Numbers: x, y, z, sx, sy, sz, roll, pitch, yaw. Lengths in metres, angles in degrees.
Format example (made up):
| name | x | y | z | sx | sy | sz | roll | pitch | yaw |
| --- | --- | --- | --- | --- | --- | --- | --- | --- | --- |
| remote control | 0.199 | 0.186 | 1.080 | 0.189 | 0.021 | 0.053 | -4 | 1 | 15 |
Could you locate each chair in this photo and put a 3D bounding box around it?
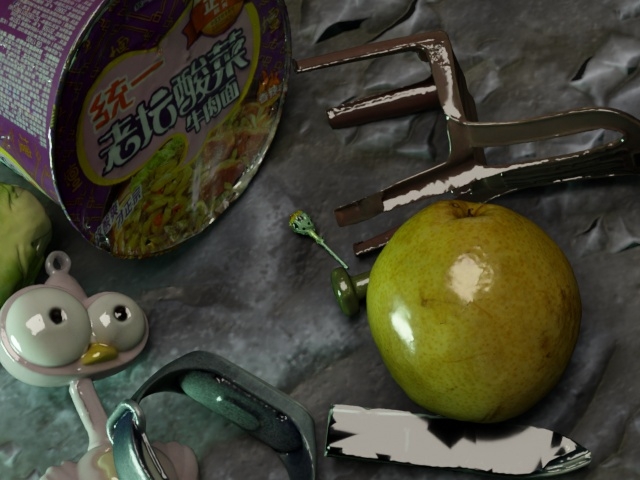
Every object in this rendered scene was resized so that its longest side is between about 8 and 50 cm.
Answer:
| name | x | y | z | sx | sy | sz | roll | pitch | yaw |
| --- | --- | --- | --- | --- | --- | --- | --- | --- | --- |
| chair | 0.160 | -0.119 | 1.914 | 0.327 | 0.175 | 0.183 | -15 | 69 | 8 |

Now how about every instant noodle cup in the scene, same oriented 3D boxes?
| name | x | y | z | sx | sy | sz | roll | pitch | yaw |
| --- | --- | --- | --- | --- | --- | --- | --- | --- | --- |
| instant noodle cup | -0.235 | -0.177 | 1.964 | 0.266 | 0.340 | 0.340 | 24 | 70 | 35 |

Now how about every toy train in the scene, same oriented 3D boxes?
| name | x | y | z | sx | sy | sz | roll | pitch | yaw |
| --- | --- | --- | --- | --- | --- | --- | --- | --- | --- |
| toy train | 0.132 | 0.197 | 1.829 | 0.252 | 0.048 | 0.055 | 6 | 74 | 8 |

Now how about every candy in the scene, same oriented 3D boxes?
| name | x | y | z | sx | sy | sz | roll | pitch | yaw |
| --- | --- | --- | --- | --- | --- | --- | --- | --- | --- |
| candy | 0.000 | 0.000 | 1.973 | 0.083 | 0.023 | 0.025 | 43 | 113 | 21 |

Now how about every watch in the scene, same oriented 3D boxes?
| name | x | y | z | sx | sy | sz | roll | pitch | yaw |
| --- | --- | --- | --- | --- | --- | --- | --- | --- | --- |
| watch | -0.102 | 0.204 | 1.810 | 0.206 | 0.068 | 0.193 | 33 | 47 | -6 |

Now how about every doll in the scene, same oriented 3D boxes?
| name | x | y | z | sx | sy | sz | roll | pitch | yaw |
| --- | --- | --- | --- | --- | --- | --- | --- | --- | --- |
| doll | -0.216 | 0.169 | 1.879 | 0.160 | 0.094 | 0.365 | -10 | 64 | -23 |

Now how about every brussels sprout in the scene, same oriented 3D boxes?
| name | x | y | z | sx | sy | sz | roll | pitch | yaw |
| --- | --- | --- | --- | --- | --- | --- | --- | --- | --- |
| brussels sprout | -0.365 | 0.018 | 1.969 | 0.144 | 0.161 | 0.181 | 51 | 56 | -8 |

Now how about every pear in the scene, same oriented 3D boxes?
| name | x | y | z | sx | sy | sz | roll | pitch | yaw |
| --- | --- | --- | --- | --- | --- | --- | --- | --- | --- |
| pear | 0.140 | 0.059 | 1.800 | 0.209 | 0.209 | 0.208 | -5 | 62 | 9 |

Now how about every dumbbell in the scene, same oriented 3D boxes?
| name | x | y | z | sx | sy | sz | roll | pitch | yaw |
| --- | --- | --- | --- | --- | --- | --- | --- | --- | --- |
| dumbbell | 0.070 | 0.035 | 1.922 | 0.118 | 0.052 | 0.046 | -19 | 34 | 1 |
